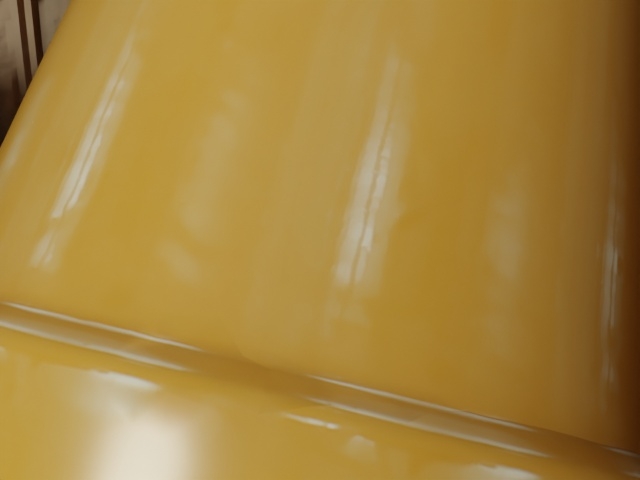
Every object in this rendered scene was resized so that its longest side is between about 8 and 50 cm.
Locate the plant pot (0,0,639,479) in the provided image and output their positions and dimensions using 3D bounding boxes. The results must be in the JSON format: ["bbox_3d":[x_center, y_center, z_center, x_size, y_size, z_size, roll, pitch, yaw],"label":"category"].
[{"bbox_3d":[0.000,0.000,0.410,0.205,0.205,0.188,16,84,-32],"label":"plant pot"}]
